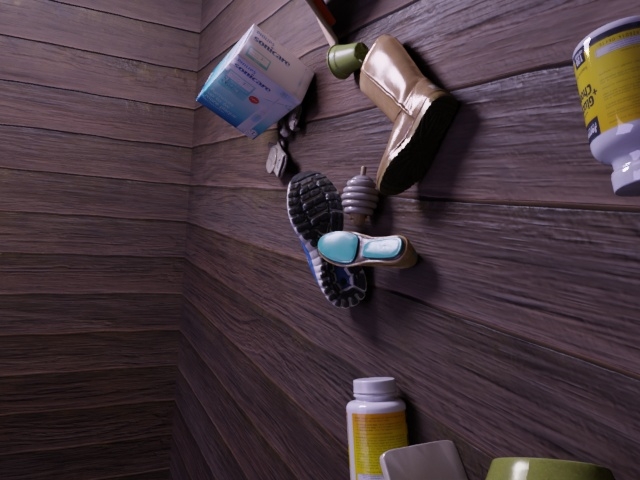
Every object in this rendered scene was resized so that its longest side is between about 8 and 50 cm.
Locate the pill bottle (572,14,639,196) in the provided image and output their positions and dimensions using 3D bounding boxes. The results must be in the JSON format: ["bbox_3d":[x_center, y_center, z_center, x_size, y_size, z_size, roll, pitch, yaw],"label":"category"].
[{"bbox_3d":[0.356,-0.148,0.588,0.103,0.103,0.184,-29,62,59],"label":"pill bottle"}]

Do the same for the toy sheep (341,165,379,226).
[{"bbox_3d":[0.087,-0.097,1.134,0.091,0.091,0.132,-2,86,63],"label":"toy sheep"}]

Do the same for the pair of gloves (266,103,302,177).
[{"bbox_3d":[-0.111,-0.315,1.583,0.204,0.042,0.240,-146,69,-66],"label":"pair of gloves"}]

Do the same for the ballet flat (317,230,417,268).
[{"bbox_3d":[0.094,0.028,1.060,0.232,0.073,0.080,6,71,45],"label":"ballet flat"}]

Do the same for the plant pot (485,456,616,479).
[{"bbox_3d":[0.270,0.409,0.580,0.275,0.275,0.293,-40,37,55],"label":"plant pot"}]

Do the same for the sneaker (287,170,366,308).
[{"bbox_3d":[0.000,0.000,1.204,0.147,0.130,0.329,140,113,-77],"label":"sneaker"}]

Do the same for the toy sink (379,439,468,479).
[{"bbox_3d":[0.166,0.472,0.849,0.131,0.153,0.234,-56,41,46],"label":"toy sink"}]

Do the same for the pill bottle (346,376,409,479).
[{"bbox_3d":[0.111,0.378,1.002,0.117,0.117,0.214,-23,67,60],"label":"pill bottle"}]

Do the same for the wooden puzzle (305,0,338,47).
[{"bbox_3d":[-0.030,-0.623,1.294,0.044,0.238,0.221,-29,45,13],"label":"wooden puzzle"}]

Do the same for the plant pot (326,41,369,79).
[{"bbox_3d":[0.071,-0.428,1.214,0.079,0.083,0.083,1,88,52],"label":"plant pot"}]

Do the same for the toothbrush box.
[{"bbox_3d":[-0.193,-0.447,1.506,0.296,0.216,0.126,-19,44,52],"label":"toothbrush box"}]

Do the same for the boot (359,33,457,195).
[{"bbox_3d":[0.144,-0.254,1.044,0.236,0.089,0.269,-58,38,27],"label":"boot"}]
